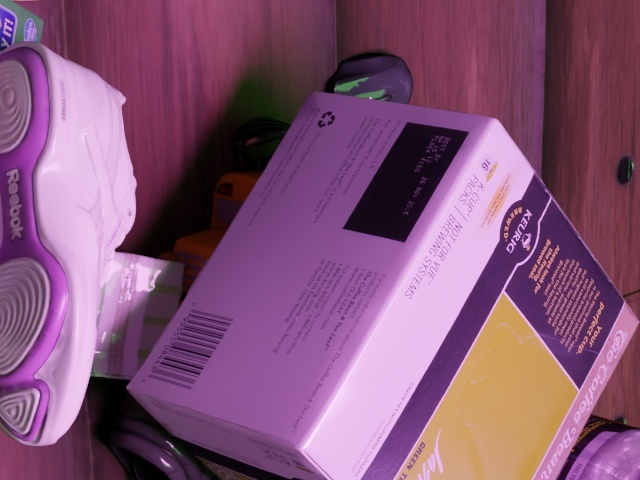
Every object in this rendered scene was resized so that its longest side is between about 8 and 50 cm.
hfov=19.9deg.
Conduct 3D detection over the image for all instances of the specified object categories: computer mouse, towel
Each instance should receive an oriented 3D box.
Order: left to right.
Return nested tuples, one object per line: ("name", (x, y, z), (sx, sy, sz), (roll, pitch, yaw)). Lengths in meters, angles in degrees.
("towel", (-0.194, 0.064, 1.575), (0.152, 0.023, 0.113), (7, 94, -23))
("computer mouse", (0.010, -0.123, 1.774), (0.242, 0.041, 0.071), (-30, 122, -38))

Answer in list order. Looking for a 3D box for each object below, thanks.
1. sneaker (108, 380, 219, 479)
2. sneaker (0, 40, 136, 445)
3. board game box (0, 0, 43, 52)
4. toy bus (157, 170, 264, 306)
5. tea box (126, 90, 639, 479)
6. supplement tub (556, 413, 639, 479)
("sneaker", (-0.088, 0.200, 1.715), (0.296, 0.104, 0.147), (41, 72, -38))
("sneaker", (-0.190, 0.006, 1.403), (0.152, 0.114, 0.305), (15, 74, -56))
("board game box", (-0.314, -0.059, 1.364), (0.213, 0.046, 0.317), (30, 62, -54))
("toy bus", (0.000, 0.000, 1.745), (0.333, 0.108, 0.130), (-5, 104, -46))
("tea box", (0.066, 0.100, 1.597), (0.329, 0.220, 0.323), (-58, 134, -20))
("supplement tub", (0.247, 0.271, 1.926), (0.194, 0.316, 0.193), (-14, 110, -43))
